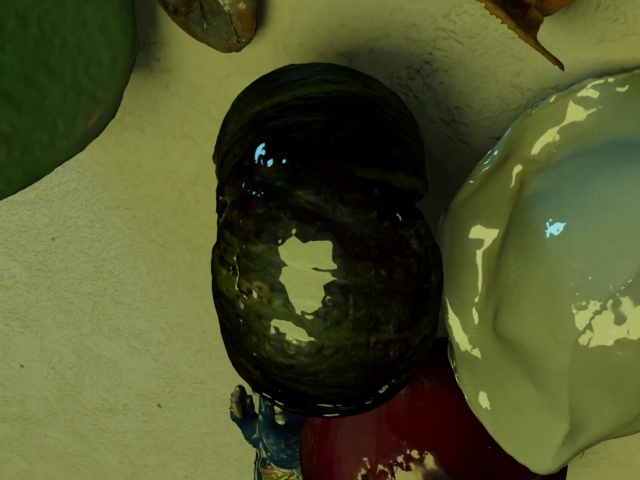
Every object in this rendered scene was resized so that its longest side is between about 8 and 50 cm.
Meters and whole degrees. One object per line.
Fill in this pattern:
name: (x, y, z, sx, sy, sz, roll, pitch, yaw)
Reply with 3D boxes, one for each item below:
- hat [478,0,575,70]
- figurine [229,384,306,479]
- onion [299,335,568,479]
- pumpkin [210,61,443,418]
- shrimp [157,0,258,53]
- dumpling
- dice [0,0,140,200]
hat: (0.150, -0.287, 0.664, 0.233, 0.233, 0.244, -48, 63, 17)
figurine: (-0.036, 0.258, 1.231, 0.164, 0.121, 0.262, -144, 38, -63)
onion: (0.115, 0.218, 0.992, 0.276, 0.276, 0.276, 19, 131, 23)
pumpkin: (0.000, 0.000, 0.858, 0.192, 0.320, 0.320, -4, 127, -4)
shrimp: (-0.138, -0.258, 0.941, 0.187, 0.052, 0.132, 49, 137, -1)
dumpling: (0.231, 0.019, 0.804, 0.260, 0.181, 0.341, 45, 136, 11)
dice: (-0.400, -0.224, 0.931, 0.322, 0.330, 0.318, 20, 136, 32)
